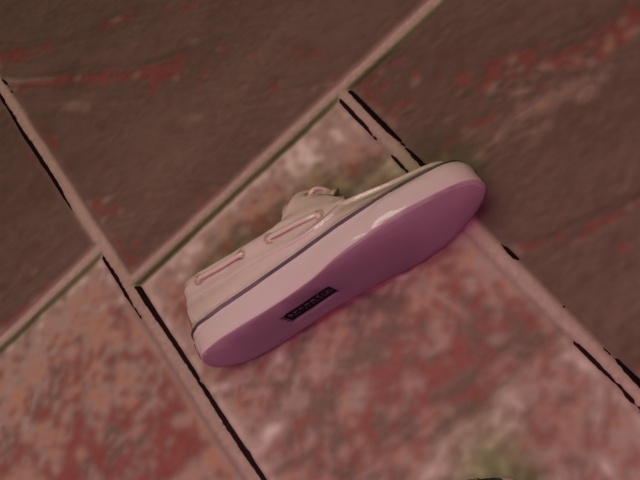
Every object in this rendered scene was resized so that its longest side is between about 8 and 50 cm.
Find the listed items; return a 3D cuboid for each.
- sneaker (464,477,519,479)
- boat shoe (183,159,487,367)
[{"bbox_3d":[0.108,0.272,0.577,0.105,0.115,0.281,-21,60,17],"label":"sneaker"},{"bbox_3d":[0.000,0.000,0.769,0.258,0.095,0.084,-30,62,10],"label":"boat shoe"}]
